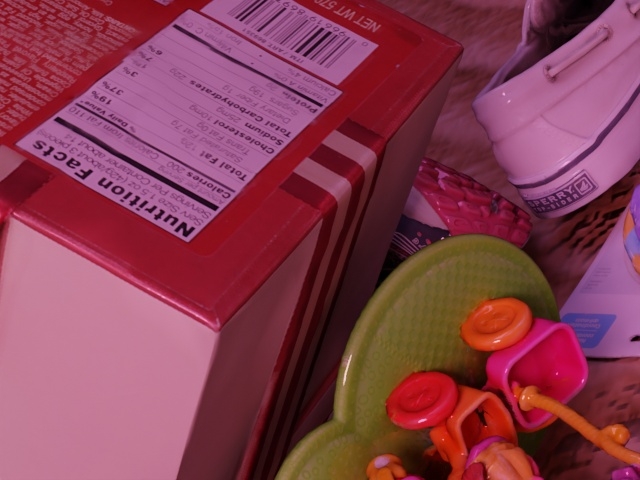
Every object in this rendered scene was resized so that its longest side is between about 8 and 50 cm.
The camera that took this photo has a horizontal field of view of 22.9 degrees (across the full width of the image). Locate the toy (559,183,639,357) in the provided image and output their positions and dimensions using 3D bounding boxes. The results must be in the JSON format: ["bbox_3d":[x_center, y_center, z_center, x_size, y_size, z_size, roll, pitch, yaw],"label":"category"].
[{"bbox_3d":[0.198,-0.045,0.756,0.137,0.056,0.237,-2,41,53],"label":"toy"}]

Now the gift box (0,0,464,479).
[{"bbox_3d":[-0.090,0.012,0.688,0.276,0.255,0.258,-42,-22,-47],"label":"gift box"}]

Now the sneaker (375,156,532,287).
[{"bbox_3d":[0.000,0.000,0.891,0.299,0.121,0.112,6,77,55],"label":"sneaker"}]

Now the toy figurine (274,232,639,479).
[{"bbox_3d":[0.088,0.088,0.595,0.173,0.130,0.159,-41,33,-25],"label":"toy figurine"}]

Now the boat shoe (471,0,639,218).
[{"bbox_3d":[0.155,-0.118,0.880,0.096,0.088,0.267,-24,21,46],"label":"boat shoe"}]
